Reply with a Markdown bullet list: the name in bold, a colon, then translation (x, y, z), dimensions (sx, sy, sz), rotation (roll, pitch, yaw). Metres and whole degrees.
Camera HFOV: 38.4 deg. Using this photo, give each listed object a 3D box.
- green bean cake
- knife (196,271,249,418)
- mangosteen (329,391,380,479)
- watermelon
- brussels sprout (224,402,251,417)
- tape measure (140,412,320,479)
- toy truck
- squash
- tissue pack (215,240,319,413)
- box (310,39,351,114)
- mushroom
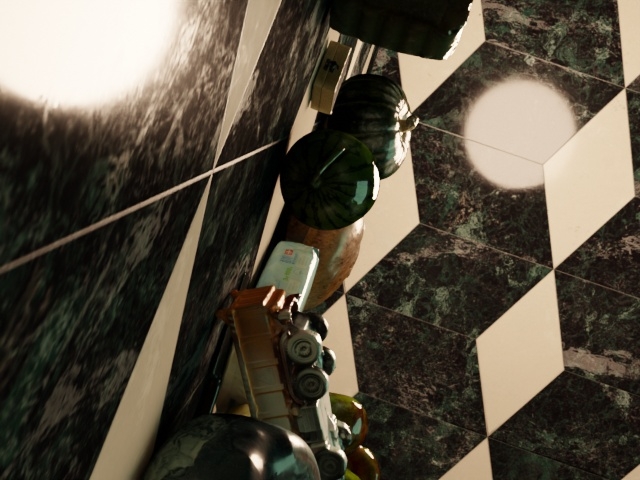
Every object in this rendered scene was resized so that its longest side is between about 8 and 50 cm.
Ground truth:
- **green bean cake**: translation (0.112, -0.329, 1.202), dimensions (0.094, 0.173, 0.181), rotation (103, 4, -60)
- **knife**: translation (-0.139, 0.162, 1.277), dimensions (0.072, 0.019, 0.245), rotation (85, 21, -81)
- **mangosteen**: translation (-0.058, 0.392, 1.558), dimensions (0.330, 0.330, 0.330), rotation (19, 90, -88)
- **watermelon**: translation (0.007, -0.084, 1.252), dimensions (0.187, 0.141, 0.140), rotation (-7, 117, -73)
- **brussels sprout**: translation (-0.100, 0.362, 1.314), dimensions (0.244, 0.244, 0.244), rotation (19, 90, -88)
- **tape measure**: translation (-0.097, 0.331, 1.003), dimensions (0.256, 0.147, 0.275), rotation (-14, 110, -64)
- **toy truck**: translation (-0.045, 0.195, 1.157), dimensions (0.114, 0.135, 0.270), rotation (-60, 138, -76)
- **squash**: translation (0.093, -0.217, 1.776), dimensions (0.218, 0.172, 0.218), rotation (17, 90, -90)
- **tissue pack**: translation (-0.085, 0.138, 1.457), dimensions (0.263, 0.089, 0.177), rotation (-66, 177, -54)
- **box**: translation (0.015, -0.239, 1.348), dimensions (0.083, 0.035, 0.079), rotation (105, 4, -73)
- **mushroom**: translation (0.000, 0.000, 1.697), dimensions (0.278, 0.146, 0.278), rotation (-160, -90, -84)
